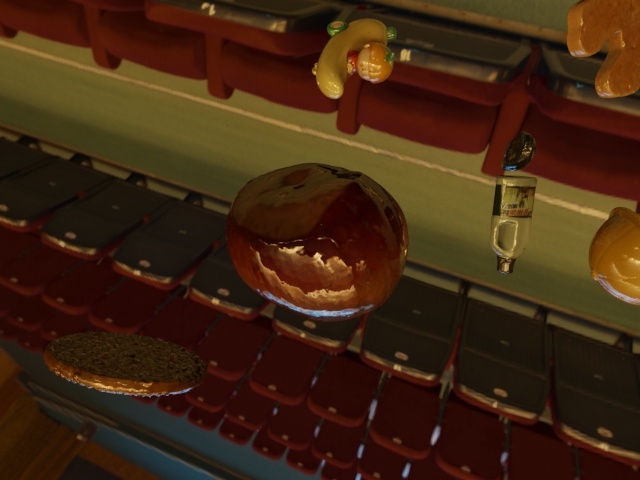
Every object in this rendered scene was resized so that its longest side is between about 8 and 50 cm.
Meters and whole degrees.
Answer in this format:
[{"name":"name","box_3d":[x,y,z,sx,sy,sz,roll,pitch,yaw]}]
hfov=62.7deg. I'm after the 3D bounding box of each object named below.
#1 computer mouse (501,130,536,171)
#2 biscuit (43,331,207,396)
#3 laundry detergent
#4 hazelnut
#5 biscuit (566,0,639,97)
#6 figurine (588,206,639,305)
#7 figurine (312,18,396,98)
[{"name":"computer mouse","box_3d":[0.455,-0.198,1.196,0.047,0.079,0.135,18,171,-6]},{"name":"biscuit","box_3d":[-0.230,0.148,0.631,0.187,0.027,0.188,14,-179,0]},{"name":"laundry detergent","box_3d":[0.436,-0.035,1.207,0.070,0.099,0.226,-153,63,-61]},{"name":"hazelnut","box_3d":[0.000,0.000,1.133,0.409,0.359,0.359,26,147,41]},{"name":"biscuit","box_3d":[0.392,-0.295,0.641,0.144,0.236,0.040,41,173,-29]},{"name":"figurine","box_3d":[0.596,0.033,0.888,0.256,0.167,0.192,4,142,22]},{"name":"figurine","box_3d":[0.105,-0.506,1.471,0.222,0.325,0.124,13,143,19]}]
